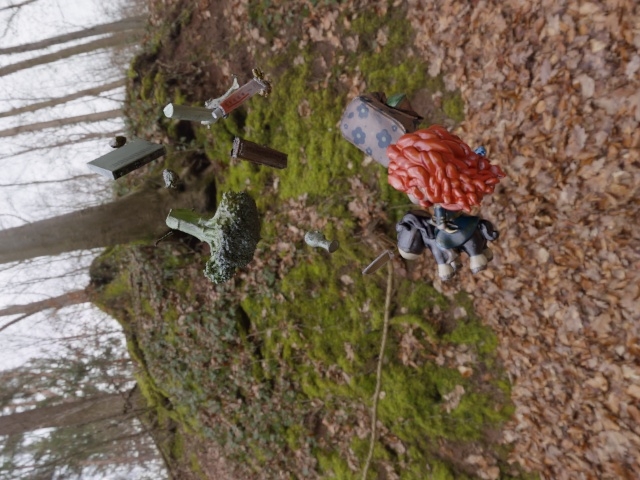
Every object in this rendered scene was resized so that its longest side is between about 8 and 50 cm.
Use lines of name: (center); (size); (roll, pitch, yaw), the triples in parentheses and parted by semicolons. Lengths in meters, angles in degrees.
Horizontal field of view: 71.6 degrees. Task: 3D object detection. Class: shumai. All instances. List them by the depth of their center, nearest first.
shumai: (-0.676, -0.269, 1.980); (0.082, 0.083, 0.081); (40, -111, -30)

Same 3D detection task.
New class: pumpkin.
pumpkin: (-0.798, -0.381, 1.750); (0.050, 0.083, 0.028); (-3, -105, -56)

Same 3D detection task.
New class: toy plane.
toy plane: (-0.436, -0.606, 1.942); (0.092, 0.286, 0.108); (-9, -111, -56)

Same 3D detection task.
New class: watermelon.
watermelon: (0.319, -0.552, 1.993); (0.292, 0.319, 0.222); (38, 126, 53)

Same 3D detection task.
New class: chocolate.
chocolate: (-0.267, -0.389, 2.027); (0.329, 0.065, 0.103); (6, -77, -51)

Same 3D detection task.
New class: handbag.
handbag: (0.225, -0.404, 1.562); (0.193, 0.251, 0.190); (-34, -23, -44)

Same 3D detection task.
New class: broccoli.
broccoli: (-0.423, -0.078, 1.826); (0.397, 0.353, 0.275); (47, 168, 26)

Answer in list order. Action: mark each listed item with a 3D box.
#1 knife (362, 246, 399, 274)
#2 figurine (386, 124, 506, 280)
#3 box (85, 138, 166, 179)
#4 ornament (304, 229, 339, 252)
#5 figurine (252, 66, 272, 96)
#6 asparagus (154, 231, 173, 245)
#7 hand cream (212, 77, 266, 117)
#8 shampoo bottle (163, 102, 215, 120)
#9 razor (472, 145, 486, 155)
knife: (0.265, 0.059, 1.753); (0.022, 0.256, 0.046); (38, 158, 50)
figurine: (0.323, -0.093, 1.188); (0.306, 0.241, 0.412); (23, 128, 44)
box: (-0.809, -0.345, 1.866); (0.270, 0.210, 0.045); (-45, -38, -40)
ornament: (0.000, 0.000, 1.934); (0.074, 0.156, 0.081); (-25, -52, -42)
figurine: (-0.309, -0.817, 2.296); (0.143, 0.101, 0.068); (42, 172, -16)
asparagus: (-0.671, -0.008, 1.899); (0.114, 0.015, 0.014); (-47, -33, -50)
hand cream: (-0.282, -0.487, 1.523); (0.052, 0.216, 0.038); (49, 161, -9)
shampoo bottle: (-0.492, -0.486, 1.694); (0.212, 0.072, 0.049); (-15, -100, -55)
razor: (0.466, -0.250, 1.556); (0.081, 0.253, 0.042); (17, -126, -37)
